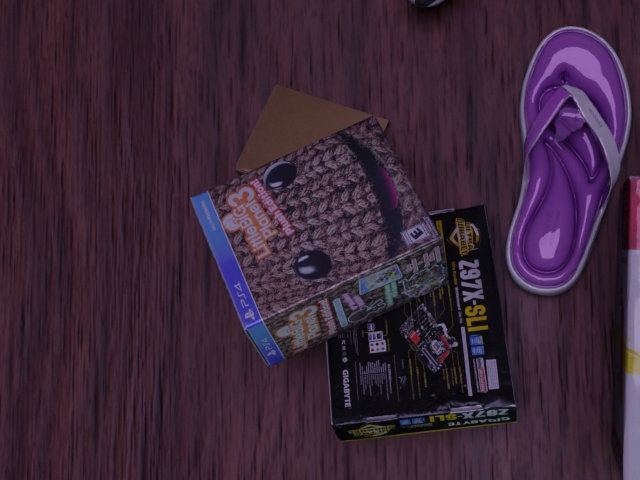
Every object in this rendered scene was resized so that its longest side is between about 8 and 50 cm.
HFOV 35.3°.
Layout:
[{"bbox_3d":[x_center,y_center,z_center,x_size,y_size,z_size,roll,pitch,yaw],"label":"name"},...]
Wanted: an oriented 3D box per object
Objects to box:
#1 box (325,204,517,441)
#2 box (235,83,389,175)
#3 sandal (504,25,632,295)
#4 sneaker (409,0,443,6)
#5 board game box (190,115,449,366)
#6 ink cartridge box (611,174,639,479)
[{"bbox_3d":[0.135,0.116,1.457,0.257,0.079,0.322,-8,61,6],"label":"box"},{"bbox_3d":[-0.012,-0.149,1.591,0.201,0.021,0.164,19,72,14],"label":"box"},{"bbox_3d":[0.371,-0.124,1.489,0.169,0.102,0.416,6,83,11],"label":"sandal"},{"bbox_3d":[0.184,-0.497,1.576,0.110,0.118,0.292,16,81,-16],"label":"sneaker"},{"bbox_3d":[0.000,0.000,1.423,0.291,0.141,0.232,-25,60,-2],"label":"board game box"},{"bbox_3d":[0.472,0.114,1.318,0.160,0.279,0.385,1,90,14],"label":"ink cartridge box"}]
